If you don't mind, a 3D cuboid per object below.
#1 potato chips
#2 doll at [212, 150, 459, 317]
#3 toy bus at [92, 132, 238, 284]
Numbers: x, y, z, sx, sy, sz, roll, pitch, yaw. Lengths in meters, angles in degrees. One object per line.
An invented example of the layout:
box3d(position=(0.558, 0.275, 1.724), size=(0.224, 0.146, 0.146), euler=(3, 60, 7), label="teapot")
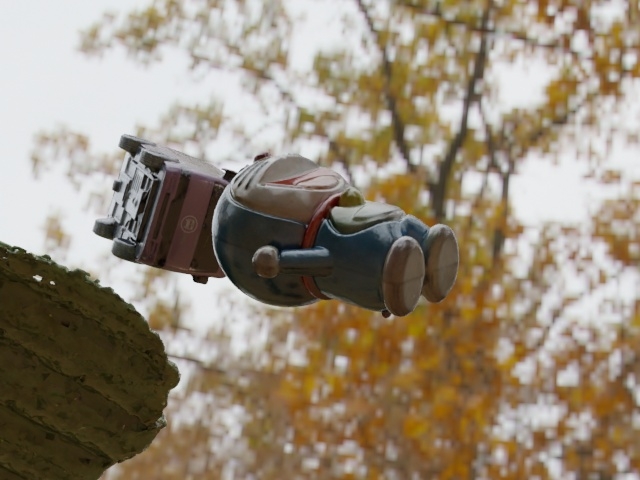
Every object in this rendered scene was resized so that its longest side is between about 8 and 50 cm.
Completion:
box3d(position=(-0.311, 0.104, 1.250), size=(0.358, 0.070, 0.429), euler=(-42, -46, 22), label="potato chips")
box3d(position=(0.000, 0.000, 1.049), size=(0.152, 0.114, 0.085), euler=(17, -70, 37), label="doll")
box3d(position=(-0.108, -0.026, 1.432), size=(0.098, 0.178, 0.087), euler=(17, -85, -16), label="toy bus")
